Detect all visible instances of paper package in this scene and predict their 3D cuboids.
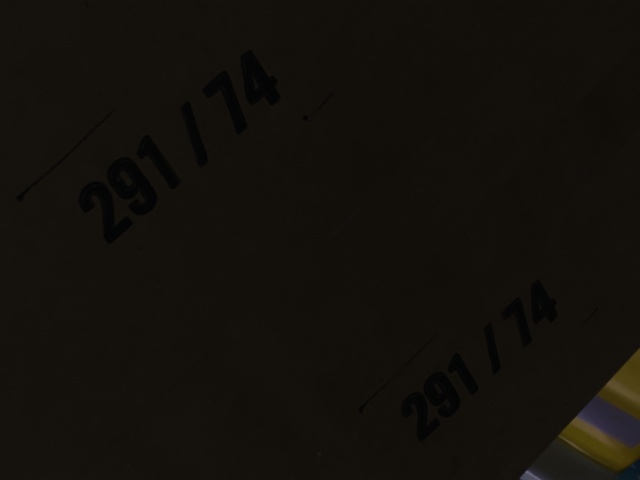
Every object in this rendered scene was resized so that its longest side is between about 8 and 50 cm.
[{"bbox_3d":[-0.044,-0.039,0.482,0.168,0.325,0.309,32,167,51],"label":"paper package"}]

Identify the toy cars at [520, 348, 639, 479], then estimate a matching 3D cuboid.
[{"bbox_3d":[0.171,0.072,0.584,0.393,0.087,0.176,8,150,51],"label":"toy cars"}]
